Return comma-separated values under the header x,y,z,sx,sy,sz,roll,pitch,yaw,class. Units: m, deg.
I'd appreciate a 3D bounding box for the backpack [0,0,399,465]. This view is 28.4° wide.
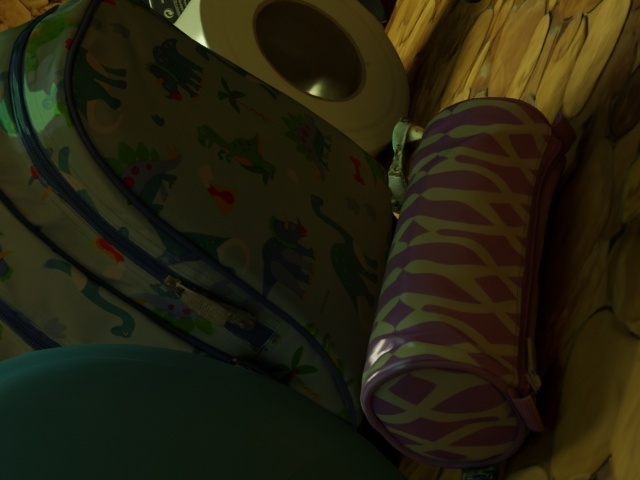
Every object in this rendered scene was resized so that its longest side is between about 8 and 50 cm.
x,y,z,sx,sy,sz,roll,pitch,yaw,class
-0.095,0.005,0.837,0.290,0.355,0.273,-75,12,-48,backpack

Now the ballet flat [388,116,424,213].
x,y,z,sx,sy,sz,roll,pitch,yaw,class
0.080,-0.068,1.059,0.114,0.041,0.041,-75,11,-45,ballet flat

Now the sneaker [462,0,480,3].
x,y,z,sx,sy,sz,roll,pitch,yaw,class
0.160,-0.275,1.016,0.170,0.051,0.089,-60,5,-3,sneaker

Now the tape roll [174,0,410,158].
x,y,z,sx,sy,sz,roll,pitch,yaw,class
-0.053,-0.146,1.298,0.169,0.246,0.246,-45,21,44,tape roll

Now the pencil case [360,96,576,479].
x,y,z,sx,sy,sz,roll,pitch,yaw,class
0.078,0.016,0.644,0.088,0.086,0.206,-19,40,31,pencil case

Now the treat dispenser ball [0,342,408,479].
x,y,z,sx,sy,sz,roll,pitch,yaw,class
-0.077,0.181,0.452,0.288,0.288,0.288,-157,90,-82,treat dispenser ball

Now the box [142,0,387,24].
x,y,z,sx,sy,sz,roll,pitch,yaw,class
-0.101,-0.336,1.885,0.343,0.312,0.179,-179,72,-81,box
